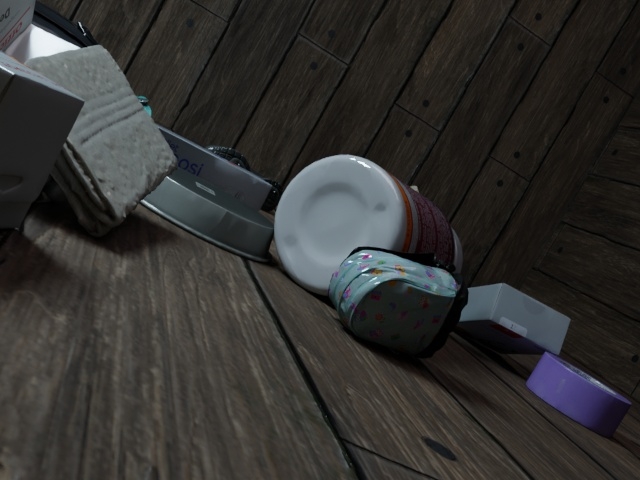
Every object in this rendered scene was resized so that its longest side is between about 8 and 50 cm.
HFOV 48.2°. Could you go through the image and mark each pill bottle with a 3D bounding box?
[{"bbox_3d":[0.106,0.006,1.253,0.224,0.224,0.392,32,6,28],"label":"pill bottle"}]

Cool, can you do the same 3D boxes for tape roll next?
[{"bbox_3d":[0.513,0.306,1.430,0.189,0.080,0.189,30,4,-2],"label":"tape roll"}]

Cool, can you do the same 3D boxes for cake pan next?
[{"bbox_3d":[-0.195,-0.059,1.161,0.293,0.054,0.293,29,5,-3],"label":"cake pan"}]

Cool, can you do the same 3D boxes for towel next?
[{"bbox_3d":[-0.252,-0.123,0.809,0.187,0.049,0.282,60,12,-14],"label":"towel"}]

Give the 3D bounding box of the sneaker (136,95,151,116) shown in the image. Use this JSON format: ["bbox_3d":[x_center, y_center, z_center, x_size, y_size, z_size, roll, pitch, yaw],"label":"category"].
[{"bbox_3d":[-0.429,-0.251,1.403,0.178,0.124,0.295,21,3,6],"label":"sneaker"}]

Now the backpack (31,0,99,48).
[{"bbox_3d":[-0.441,-0.268,1.024,0.253,0.191,0.225,19,14,-21],"label":"backpack"}]

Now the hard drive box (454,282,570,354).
[{"bbox_3d":[0.407,0.179,1.602,0.181,0.089,0.232,27,-15,-11],"label":"hard drive box"}]

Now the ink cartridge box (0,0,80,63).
[{"bbox_3d":[-0.455,-0.274,0.787,0.353,0.207,0.119,27,-38,-12],"label":"ink cartridge box"}]

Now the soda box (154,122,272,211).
[{"bbox_3d":[-0.233,-0.127,1.359,0.286,0.098,0.091,26,5,-43],"label":"soda box"}]

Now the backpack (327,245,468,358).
[{"bbox_3d":[0.104,0.082,0.994,0.181,0.152,0.115,21,12,-25],"label":"backpack"}]

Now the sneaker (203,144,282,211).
[{"bbox_3d":[-0.228,-0.167,1.894,0.130,0.109,0.286,26,-8,41],"label":"sneaker"}]

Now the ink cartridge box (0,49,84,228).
[{"bbox_3d":[-0.301,-0.103,0.544,0.176,0.127,0.128,31,5,2],"label":"ink cartridge box"}]

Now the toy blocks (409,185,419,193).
[{"bbox_3d":[0.276,0.025,2.416,0.260,0.308,0.289,65,-2,-32],"label":"toy blocks"}]
